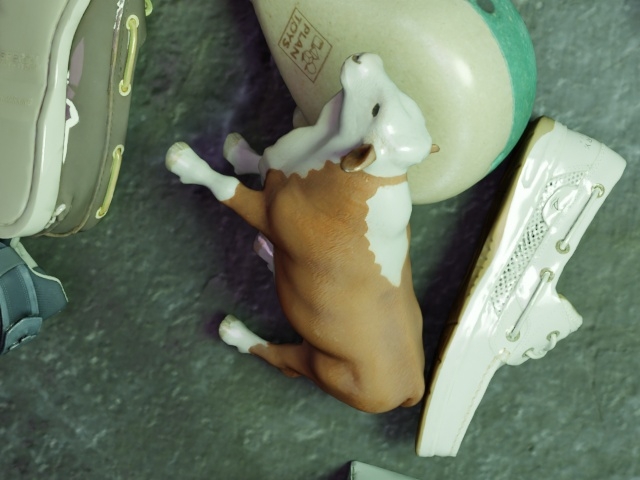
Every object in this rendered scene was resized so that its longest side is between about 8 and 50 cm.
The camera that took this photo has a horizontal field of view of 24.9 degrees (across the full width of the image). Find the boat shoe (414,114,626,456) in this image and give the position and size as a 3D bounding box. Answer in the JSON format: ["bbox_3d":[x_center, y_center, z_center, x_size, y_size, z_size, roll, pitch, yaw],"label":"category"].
[{"bbox_3d":[0.153,0.049,1.097,0.096,0.098,0.277,22,99,0],"label":"boat shoe"}]

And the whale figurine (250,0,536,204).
[{"bbox_3d":[0.042,-0.156,1.060,0.272,0.141,0.216,44,138,15],"label":"whale figurine"}]

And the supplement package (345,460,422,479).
[{"bbox_3d":[0.095,0.292,1.057,0.204,0.262,0.145,17,100,0],"label":"supplement package"}]

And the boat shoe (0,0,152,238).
[{"bbox_3d":[-0.182,-0.160,1.079,0.117,0.097,0.324,16,99,36],"label":"boat shoe"}]

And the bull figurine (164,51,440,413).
[{"bbox_3d":[0.000,0.000,1.028,0.188,0.101,0.310,22,138,32],"label":"bull figurine"}]

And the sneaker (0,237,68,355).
[{"bbox_3d":[-0.282,0.086,1.132,0.086,0.163,0.226,45,140,9],"label":"sneaker"}]
